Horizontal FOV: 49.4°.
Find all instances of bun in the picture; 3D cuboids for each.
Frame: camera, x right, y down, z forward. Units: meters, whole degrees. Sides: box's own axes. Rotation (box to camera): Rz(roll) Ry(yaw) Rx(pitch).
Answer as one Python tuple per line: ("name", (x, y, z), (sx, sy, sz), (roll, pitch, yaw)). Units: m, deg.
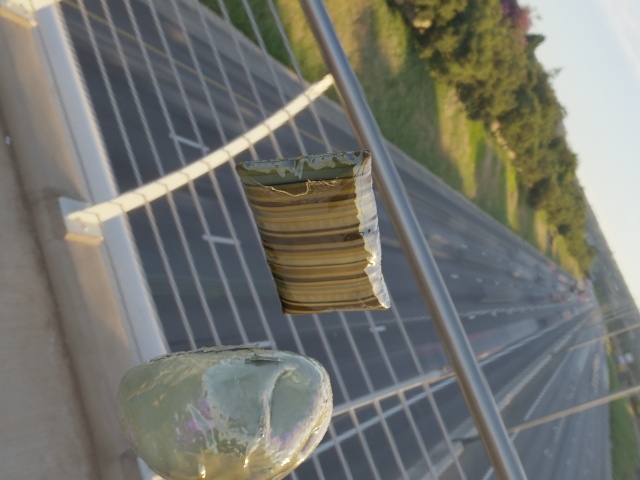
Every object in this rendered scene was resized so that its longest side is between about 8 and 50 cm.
("bun", (-0.116, 0.213, 0.835), (0.273, 0.272, 0.169), (25, 60, -62))

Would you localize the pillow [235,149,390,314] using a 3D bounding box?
("pillow", (0.000, 0.000, 0.625), (0.203, 0.113, 0.038), (78, 9, -46))
